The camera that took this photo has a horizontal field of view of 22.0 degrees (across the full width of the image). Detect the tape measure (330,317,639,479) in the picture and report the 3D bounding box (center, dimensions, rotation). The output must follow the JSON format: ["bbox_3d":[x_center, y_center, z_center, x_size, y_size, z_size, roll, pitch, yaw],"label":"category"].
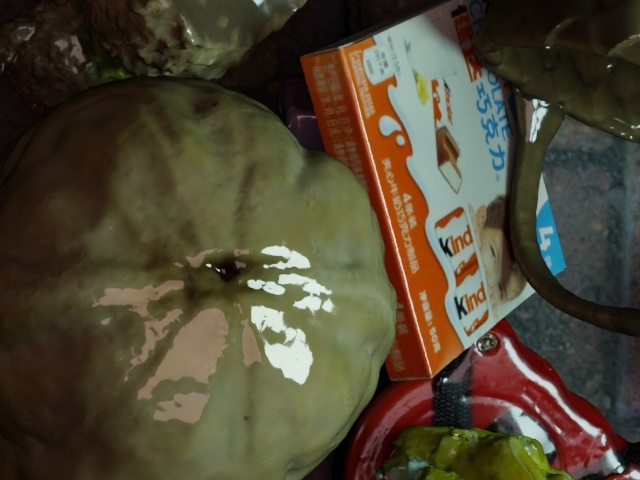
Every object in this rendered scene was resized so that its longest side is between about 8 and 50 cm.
[{"bbox_3d":[0.141,0.202,1.474,0.260,0.114,0.253,-44,102,2],"label":"tape measure"}]

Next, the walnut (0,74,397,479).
[{"bbox_3d":[-0.123,0.058,1.221,0.381,0.381,0.381,-1,100,-7],"label":"walnut"}]

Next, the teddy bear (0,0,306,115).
[{"bbox_3d":[-0.117,-0.218,1.349,0.246,0.222,0.296,38,70,-32],"label":"teddy bear"}]

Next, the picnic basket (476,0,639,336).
[{"bbox_3d":[0.267,-0.079,1.318,0.337,0.293,0.337,-11,107,-38],"label":"picnic basket"}]

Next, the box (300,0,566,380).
[{"bbox_3d":[0.103,-0.057,1.366,0.048,0.265,0.273,-8,105,35],"label":"box"}]

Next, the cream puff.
[{"bbox_3d":[0.146,0.261,1.344,0.195,0.194,0.221,-5,106,-6],"label":"cream puff"}]

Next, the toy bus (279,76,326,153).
[{"bbox_3d":[-0.001,0.000,1.424,0.090,0.112,0.274,3,102,1],"label":"toy bus"}]
